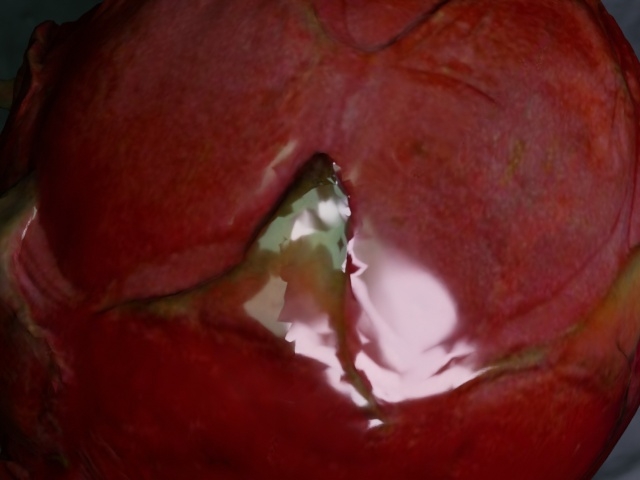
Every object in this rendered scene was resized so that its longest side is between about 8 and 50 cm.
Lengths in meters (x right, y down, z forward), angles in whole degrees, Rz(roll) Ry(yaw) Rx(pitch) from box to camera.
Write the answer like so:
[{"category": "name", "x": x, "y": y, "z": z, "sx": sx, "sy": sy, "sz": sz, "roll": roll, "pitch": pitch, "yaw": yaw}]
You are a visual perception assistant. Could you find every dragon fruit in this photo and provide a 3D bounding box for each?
[{"category": "dragon fruit", "x": 0.000, "y": 0.010, "z": 0.593, "sx": 0.252, "sy": 0.241, "sz": 0.241, "roll": -32, "pitch": 90, "yaw": -14}]
